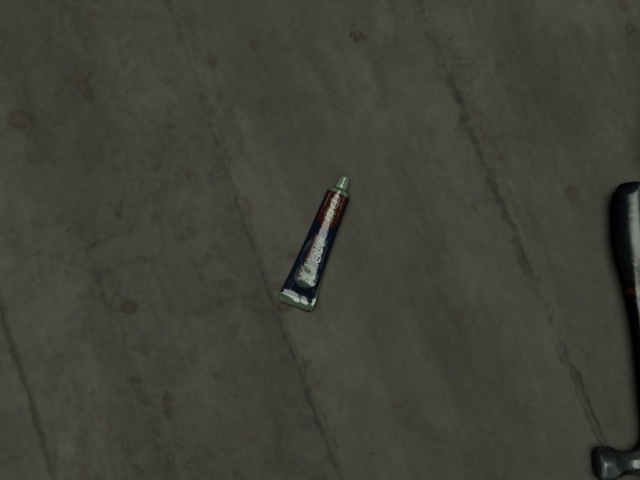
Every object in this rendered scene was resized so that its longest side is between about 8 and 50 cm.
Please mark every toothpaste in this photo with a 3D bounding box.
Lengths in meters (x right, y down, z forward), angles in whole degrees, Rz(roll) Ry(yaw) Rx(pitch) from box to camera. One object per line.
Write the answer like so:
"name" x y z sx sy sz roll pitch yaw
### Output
"toothpaste" 0.000 0.000 0.777 0.037 0.021 0.140 21 84 5

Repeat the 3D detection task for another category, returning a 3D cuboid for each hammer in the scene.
"hammer" 0.326 0.083 0.773 0.137 0.037 0.290 -2 82 -3
